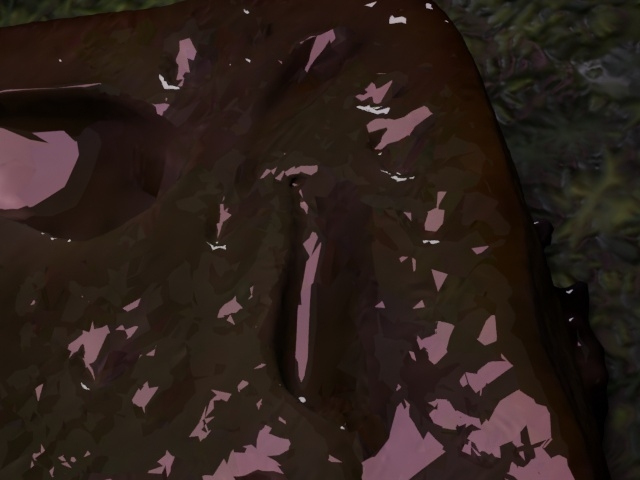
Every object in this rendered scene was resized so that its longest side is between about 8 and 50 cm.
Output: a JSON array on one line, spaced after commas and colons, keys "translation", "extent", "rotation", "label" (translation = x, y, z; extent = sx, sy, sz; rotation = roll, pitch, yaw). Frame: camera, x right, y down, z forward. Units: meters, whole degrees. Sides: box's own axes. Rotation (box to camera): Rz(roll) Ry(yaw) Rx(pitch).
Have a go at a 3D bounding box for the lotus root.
[{"translation": [-0.069, 0.053, 0.442], "extent": [0.390, 0.111, 0.375], "rotation": [27, 68, 29], "label": "lotus root"}]
